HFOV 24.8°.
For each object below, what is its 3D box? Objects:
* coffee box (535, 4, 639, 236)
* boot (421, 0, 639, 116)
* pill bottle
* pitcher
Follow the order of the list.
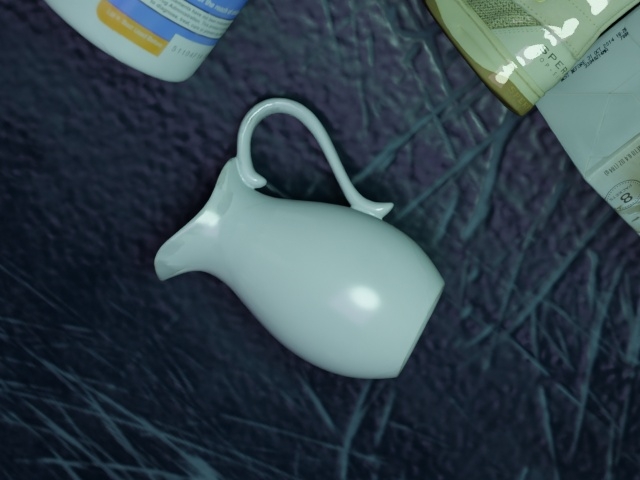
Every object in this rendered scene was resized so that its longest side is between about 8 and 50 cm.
[{"bbox_3d":[0.280,-0.059,1.049,0.141,0.098,0.246,-39,136,15],"label":"coffee box"},{"bbox_3d":[0.147,-0.240,1.015,0.203,0.095,0.262,-38,57,14],"label":"boot"},{"bbox_3d":[-0.080,-0.262,1.048,0.152,0.152,0.272,37,105,-7],"label":"pill bottle"},{"bbox_3d":[0.000,0.000,1.146,0.207,0.125,0.178,28,91,7],"label":"pitcher"}]
